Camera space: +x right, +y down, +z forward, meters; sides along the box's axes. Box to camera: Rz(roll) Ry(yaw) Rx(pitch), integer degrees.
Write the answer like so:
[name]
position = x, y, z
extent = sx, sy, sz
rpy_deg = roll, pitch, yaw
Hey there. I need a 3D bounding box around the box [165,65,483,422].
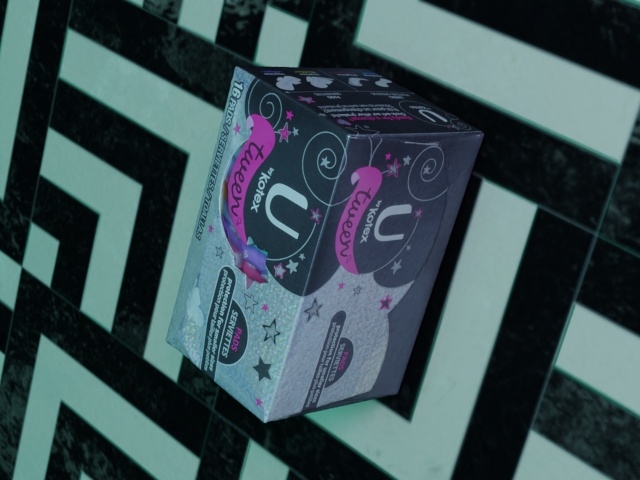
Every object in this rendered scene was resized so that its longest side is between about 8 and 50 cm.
[box]
position = 0.000, 0.000, 1.102
extent = 0.142, 0.163, 0.247
rpy_deg = 33, 117, 38
